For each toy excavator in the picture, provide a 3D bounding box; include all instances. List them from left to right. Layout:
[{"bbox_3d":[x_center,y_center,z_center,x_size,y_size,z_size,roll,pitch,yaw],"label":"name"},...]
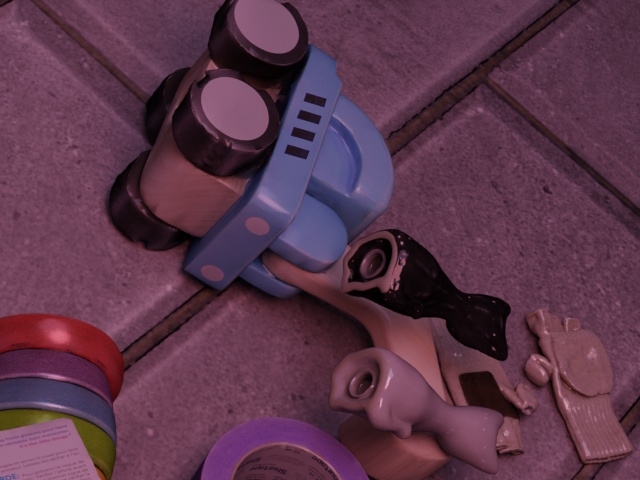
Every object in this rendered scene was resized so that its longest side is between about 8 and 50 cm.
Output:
[{"bbox_3d":[0.000,0.000,1.812,0.445,0.222,0.433,30,48,-14],"label":"toy excavator"}]

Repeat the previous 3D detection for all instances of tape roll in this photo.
[{"bbox_3d":[-0.043,0.277,1.641,0.189,0.080,0.189,14,49,-17],"label":"tape roll"}]

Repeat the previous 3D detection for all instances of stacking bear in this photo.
[{"bbox_3d":[-0.270,0.230,1.523,0.175,0.164,0.289,11,55,-18],"label":"stacking bear"}]

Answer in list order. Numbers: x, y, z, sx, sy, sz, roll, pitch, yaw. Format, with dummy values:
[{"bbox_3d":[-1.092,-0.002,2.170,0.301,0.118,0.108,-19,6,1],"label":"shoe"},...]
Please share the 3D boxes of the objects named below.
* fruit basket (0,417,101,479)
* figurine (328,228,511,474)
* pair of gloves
[{"bbox_3d":[-0.299,0.306,1.305,0.327,0.165,0.353,-12,39,-24],"label":"fruit basket"},{"bbox_3d":[0.120,0.123,1.690,0.209,0.092,0.214,27,58,-34],"label":"figurine"},{"bbox_3d":[0.245,0.161,1.900,0.240,0.042,0.204,5,53,-24],"label":"pair of gloves"}]
